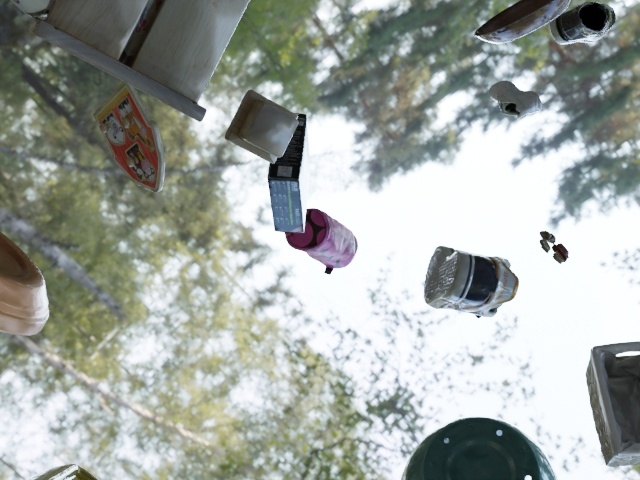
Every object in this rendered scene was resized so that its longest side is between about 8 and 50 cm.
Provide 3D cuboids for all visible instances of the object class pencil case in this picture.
[{"bbox_3d":[0.000,0.000,1.641,0.098,0.209,0.095,8,-101,19],"label":"pencil case"}]

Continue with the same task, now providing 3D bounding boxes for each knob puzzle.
[{"bbox_3d":[-0.346,-0.173,1.593,0.030,0.213,0.213,-29,-170,-37],"label":"knob puzzle"}]

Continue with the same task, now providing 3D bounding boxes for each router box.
[{"bbox_3d":[-0.035,-0.077,1.028,0.038,0.122,0.092,3,-119,3],"label":"router box"}]

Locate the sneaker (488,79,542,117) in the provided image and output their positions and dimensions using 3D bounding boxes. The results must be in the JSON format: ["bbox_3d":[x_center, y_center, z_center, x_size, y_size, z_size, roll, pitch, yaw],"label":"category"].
[{"bbox_3d":[0.402,-0.302,1.866,0.061,0.054,0.152,-29,-148,-15],"label":"sneaker"}]

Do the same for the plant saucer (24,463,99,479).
[{"bbox_3d":[-0.306,0.433,1.242,0.081,0.332,0.333,-52,178,-7],"label":"plant saucer"}]

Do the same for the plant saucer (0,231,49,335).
[{"bbox_3d":[-0.307,0.004,0.729,0.037,0.200,0.200,-51,-159,-1],"label":"plant saucer"}]

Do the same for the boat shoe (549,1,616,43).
[{"bbox_3d":[0.566,-0.458,1.824,0.227,0.081,0.068,-24,-175,-42],"label":"boat shoe"}]

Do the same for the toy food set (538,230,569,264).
[{"bbox_3d":[0.466,0.013,1.733,0.019,0.078,0.122,-45,-174,21],"label":"toy food set"}]

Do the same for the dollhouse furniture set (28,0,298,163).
[{"bbox_3d":[-0.132,-0.281,0.687,0.303,0.355,0.174,-61,-153,1],"label":"dollhouse furniture set"}]

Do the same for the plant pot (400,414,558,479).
[{"bbox_3d":[0.261,0.427,1.442,0.293,0.235,0.293,-5,-128,6],"label":"plant pot"}]

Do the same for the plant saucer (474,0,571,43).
[{"bbox_3d":[0.371,-0.402,1.558,0.198,0.036,0.198,-30,-165,9],"label":"plant saucer"}]

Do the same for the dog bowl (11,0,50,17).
[{"bbox_3d":[-0.378,-0.523,1.187,0.408,0.150,0.408,-21,-120,40],"label":"dog bowl"}]

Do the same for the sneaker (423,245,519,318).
[{"bbox_3d":[0.277,0.081,1.643,0.321,0.127,0.126,-153,-103,-86],"label":"sneaker"}]

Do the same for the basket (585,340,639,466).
[{"bbox_3d":[0.461,0.245,1.287,0.113,0.103,0.167,-4,-121,1],"label":"basket"}]
